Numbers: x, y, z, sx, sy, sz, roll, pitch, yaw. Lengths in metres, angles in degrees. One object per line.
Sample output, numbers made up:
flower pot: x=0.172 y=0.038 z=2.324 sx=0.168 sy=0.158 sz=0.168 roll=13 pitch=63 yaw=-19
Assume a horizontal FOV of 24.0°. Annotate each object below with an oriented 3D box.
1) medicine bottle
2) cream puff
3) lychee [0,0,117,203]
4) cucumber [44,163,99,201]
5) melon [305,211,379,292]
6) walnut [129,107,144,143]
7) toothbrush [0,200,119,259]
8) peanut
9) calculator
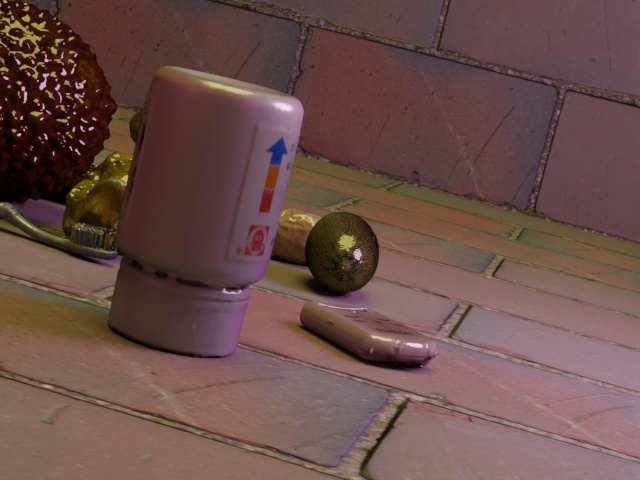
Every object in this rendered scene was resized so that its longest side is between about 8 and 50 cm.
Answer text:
medicine bottle: x=-0.114 y=-0.028 z=1.427 sx=0.152 sy=0.255 sz=0.152 roll=14 pitch=9 yaw=-2
cream puff: x=-0.246 y=-0.047 z=1.822 sx=0.156 sy=0.121 sz=0.156 roll=8 pitch=10 yaw=-1
lychee: x=-0.409 y=-0.180 z=1.953 sx=0.275 sy=0.276 sz=0.304 roll=14 pitch=29 yaw=3
cucumber: x=-0.406 y=-0.096 z=2.104 sx=0.245 sy=0.067 sz=0.067 roll=13 pitch=8 yaw=4
melon: x=0.028 y=0.017 z=1.937 sx=0.099 sy=0.099 sz=0.162 roll=14 pitch=16 yaw=-3
walnut: x=-0.187 y=-0.107 z=2.303 sx=0.238 sy=0.141 sz=0.204 roll=13 pitch=18 yaw=-25
toothbrush: x=-0.414 y=-0.042 z=1.804 sx=0.413 sy=0.042 sz=0.035 roll=15 pitch=8 yaw=23
peanut: x=0.000 y=0.000 z=2.085 sx=0.174 sy=0.080 sz=0.080 roll=12 pitch=8 yaw=-14
calculator: x=0.050 y=0.100 z=1.626 sx=0.100 sy=0.032 sz=0.175 roll=8 pitch=9 yaw=-34
